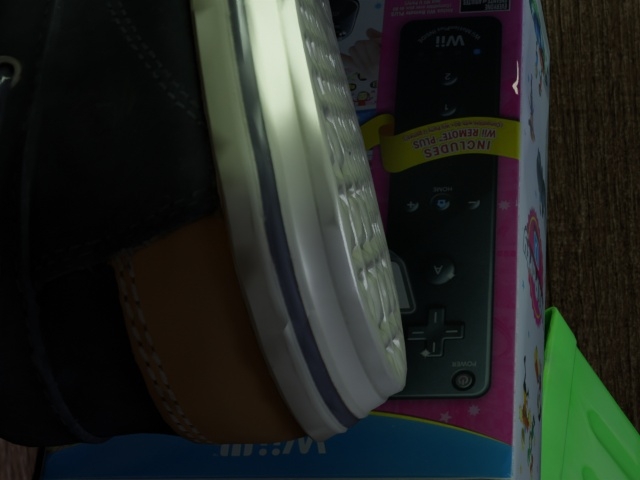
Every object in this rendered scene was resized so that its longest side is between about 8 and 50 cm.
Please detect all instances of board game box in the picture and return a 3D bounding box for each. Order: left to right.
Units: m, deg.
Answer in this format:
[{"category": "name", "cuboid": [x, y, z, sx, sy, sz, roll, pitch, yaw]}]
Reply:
[{"category": "board game box", "cuboid": [0.000, 0.000, 0.785, 0.097, 0.224, 0.303, 67, 25, -58]}]

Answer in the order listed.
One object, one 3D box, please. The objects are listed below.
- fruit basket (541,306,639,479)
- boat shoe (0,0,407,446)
[{"category": "fruit basket", "cuboid": [0.088, 0.182, 1.194, 0.392, 0.283, 0.392, 32, 31, -21]}, {"category": "boat shoe", "cuboid": [-0.080, -0.114, 0.652, 0.500, 0.156, 0.187, -100, 170, -45]}]
